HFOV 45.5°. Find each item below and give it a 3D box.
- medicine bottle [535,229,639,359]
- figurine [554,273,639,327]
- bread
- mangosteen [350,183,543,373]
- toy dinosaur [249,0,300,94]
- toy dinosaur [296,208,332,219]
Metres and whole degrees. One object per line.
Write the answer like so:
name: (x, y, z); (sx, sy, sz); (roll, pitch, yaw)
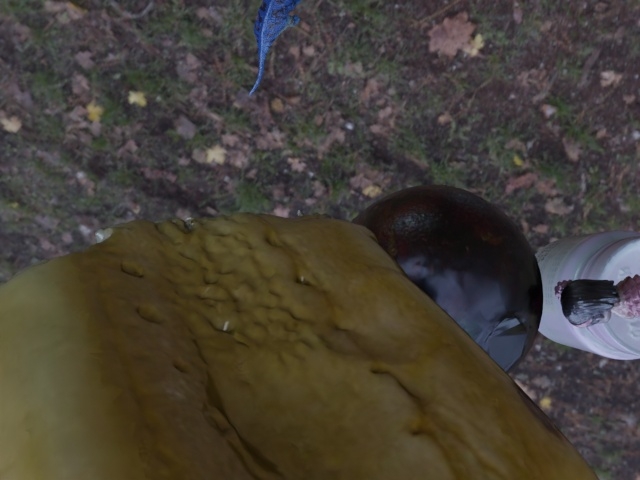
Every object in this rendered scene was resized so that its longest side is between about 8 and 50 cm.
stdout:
medicine bottle: (0.491, 0.091, 1.308); (0.213, 0.213, 0.378); (25, 178, 1)
figurine: (0.357, 0.067, 0.940); (0.129, 0.072, 0.054); (-11, 138, 15)
bread: (-0.039, 0.180, 0.501); (0.394, 0.361, 0.250); (48, 135, 44)
mangosteen: (0.151, 0.062, 1.013); (0.311, 0.311, 0.311); (18, 148, 12)
toy dinosaur: (-0.091, -0.467, 1.571); (0.076, 0.144, 0.329); (24, 133, 6)
toy dinosaur: (0.001, -0.005, 1.868); (0.200, 0.072, 0.251); (5, -159, -31)
